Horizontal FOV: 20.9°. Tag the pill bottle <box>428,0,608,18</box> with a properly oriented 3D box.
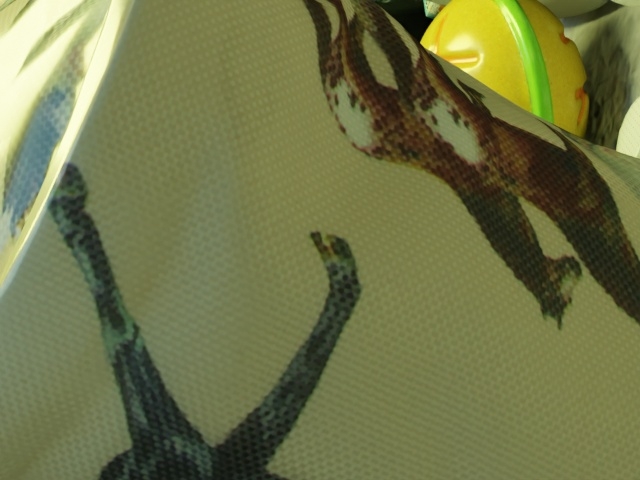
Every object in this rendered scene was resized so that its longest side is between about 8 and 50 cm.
[{"bbox_3d":[0.118,-0.286,1.003,0.160,0.160,0.283,165,117,-71],"label":"pill bottle"}]

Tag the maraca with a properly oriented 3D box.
[{"bbox_3d":[0.101,-0.063,1.002,0.127,0.099,0.186,-116,19,-47],"label":"maraca"}]

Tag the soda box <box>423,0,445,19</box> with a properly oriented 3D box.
[{"bbox_3d":[0.100,-0.218,1.186,0.183,0.058,0.063,-94,25,-48],"label":"soda box"}]

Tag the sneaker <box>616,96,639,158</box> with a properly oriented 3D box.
[{"bbox_3d":[0.137,-0.012,0.714,0.292,0.169,0.108,-109,35,-63],"label":"sneaker"}]

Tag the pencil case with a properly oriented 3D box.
[{"bbox_3d":[0.071,0.044,0.466,0.160,0.410,0.183,-46,28,40],"label":"pencil case"}]

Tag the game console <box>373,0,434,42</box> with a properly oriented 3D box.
[{"bbox_3d":[0.000,0.000,1.173,0.173,0.250,0.293,53,134,30],"label":"game console"}]

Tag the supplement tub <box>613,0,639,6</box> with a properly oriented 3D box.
[{"bbox_3d":[0.179,-0.170,0.872,0.107,0.071,0.071,140,141,-62],"label":"supplement tub"}]
